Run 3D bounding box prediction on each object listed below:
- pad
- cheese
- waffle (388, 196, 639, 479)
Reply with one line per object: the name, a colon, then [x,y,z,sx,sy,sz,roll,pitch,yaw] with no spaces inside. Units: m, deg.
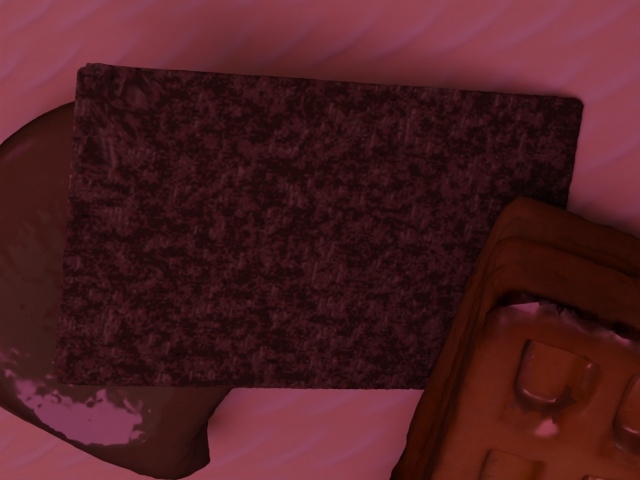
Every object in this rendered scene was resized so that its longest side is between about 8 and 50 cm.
pad: [0.000,0.000,0.693,0.234,0.003,0.158,2,115,-14]
cheese: [-0.097,0.014,0.744,0.175,0.091,0.202,32,117,1]
waffle: [0.129,0.162,0.718,0.224,0.098,0.328,19,118,2]
